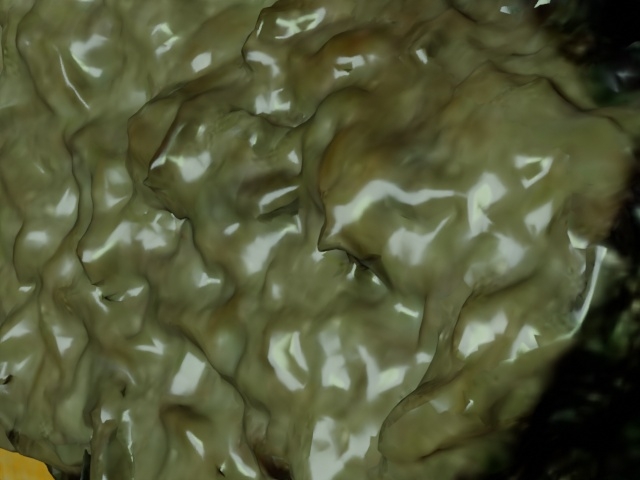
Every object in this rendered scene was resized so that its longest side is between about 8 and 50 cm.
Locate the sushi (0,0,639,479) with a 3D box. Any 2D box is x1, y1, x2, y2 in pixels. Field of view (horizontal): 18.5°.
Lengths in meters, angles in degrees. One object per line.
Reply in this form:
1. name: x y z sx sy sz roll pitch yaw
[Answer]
1. sushi: 0.000 0.000 0.592 0.350 0.171 0.211 27 108 51
